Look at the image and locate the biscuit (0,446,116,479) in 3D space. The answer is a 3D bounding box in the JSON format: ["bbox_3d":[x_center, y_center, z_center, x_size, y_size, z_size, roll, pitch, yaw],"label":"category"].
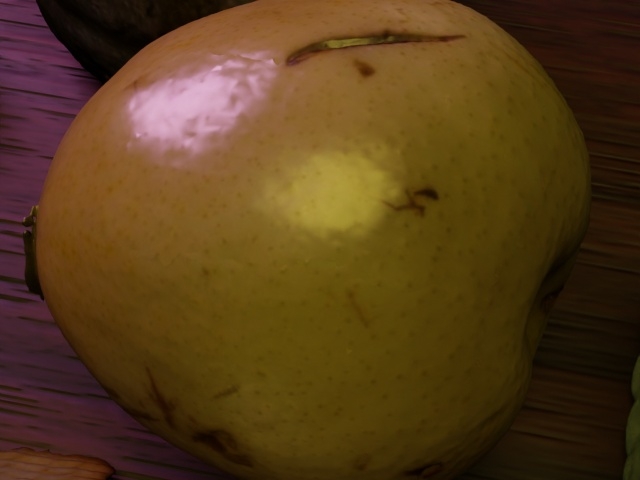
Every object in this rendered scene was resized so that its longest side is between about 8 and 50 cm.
[{"bbox_3d":[-0.261,0.152,0.718,0.254,0.172,0.029,7,99,5],"label":"biscuit"}]

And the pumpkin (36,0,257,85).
[{"bbox_3d":[-0.073,-0.219,0.869,0.303,0.225,0.256,10,59,12],"label":"pumpkin"}]

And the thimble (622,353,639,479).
[{"bbox_3d":[0.262,0.097,0.720,0.149,0.185,0.211,11,78,8],"label":"thimble"}]

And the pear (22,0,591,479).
[{"bbox_3d":[0.000,0.000,0.709,0.309,0.309,0.309,0,63,0],"label":"pear"}]
